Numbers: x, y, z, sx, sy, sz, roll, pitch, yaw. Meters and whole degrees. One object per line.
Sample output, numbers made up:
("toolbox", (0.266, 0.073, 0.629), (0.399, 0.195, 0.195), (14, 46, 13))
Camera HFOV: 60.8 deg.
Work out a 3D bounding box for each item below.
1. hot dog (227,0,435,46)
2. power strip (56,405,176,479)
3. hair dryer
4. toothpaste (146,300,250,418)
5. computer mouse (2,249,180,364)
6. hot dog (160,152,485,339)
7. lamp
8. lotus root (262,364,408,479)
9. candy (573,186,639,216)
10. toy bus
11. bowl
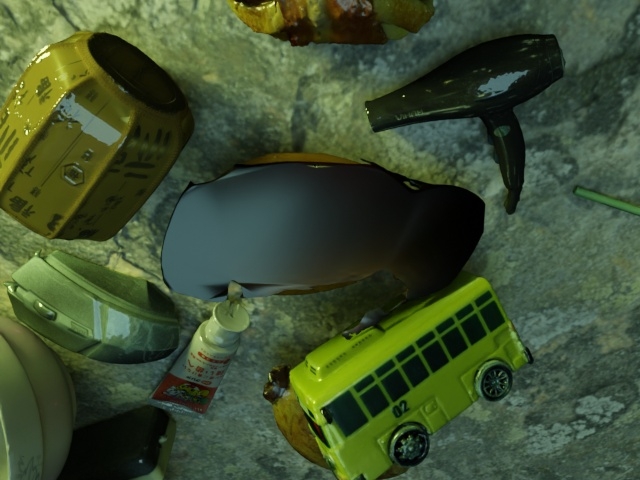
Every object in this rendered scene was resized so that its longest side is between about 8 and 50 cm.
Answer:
("hot dog", (0.007, -0.234, 0.475), (0.214, 0.103, 0.146), (-6, 140, 6))
("power strip", (-0.339, 0.334, 0.819), (0.257, 0.105, 0.070), (-20, 122, 11))
("hair dryer", (0.173, -0.103, 0.599), (0.196, 0.075, 0.219), (-16, 128, 20))
("toothpaste", (-0.167, 0.176, 0.764), (0.090, 0.057, 0.234), (23, 126, -16))
("computer mouse", (-0.292, 0.098, 0.696), (0.231, 0.071, 0.126), (25, 117, -15))
("hot dog", (-0.001, -0.006, 0.615), (0.327, 0.107, 0.193), (13, 103, -14))
("lamp", (-0.225, -0.096, 0.534), (0.161, 0.161, 0.185), (39, 113, -22))
("lotus root", (0.029, 0.245, 0.762), (0.260, 0.128, 0.145), (31, 102, -21))
("candy", (0.440, -0.015, 0.658), (0.288, 0.077, 0.084), (17, 157, -1))
("toy bus", (0.095, 0.153, 0.644), (0.262, 0.128, 0.150), (-32, 103, -12))
("bowl", (-0.421, 0.219, 0.688), (0.287, 0.144, 0.286), (2, 94, 26))
